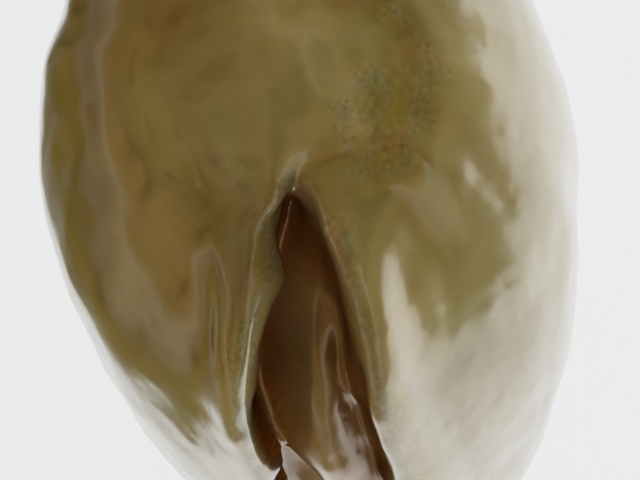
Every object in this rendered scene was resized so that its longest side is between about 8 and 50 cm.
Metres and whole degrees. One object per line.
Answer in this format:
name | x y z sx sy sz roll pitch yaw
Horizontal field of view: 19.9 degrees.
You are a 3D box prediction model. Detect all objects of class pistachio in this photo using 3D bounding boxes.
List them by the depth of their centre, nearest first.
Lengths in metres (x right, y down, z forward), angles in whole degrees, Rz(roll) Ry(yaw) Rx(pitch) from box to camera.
pistachio | 0.000 0.000 0.693 0.193 0.214 0.318 0 -43 7
